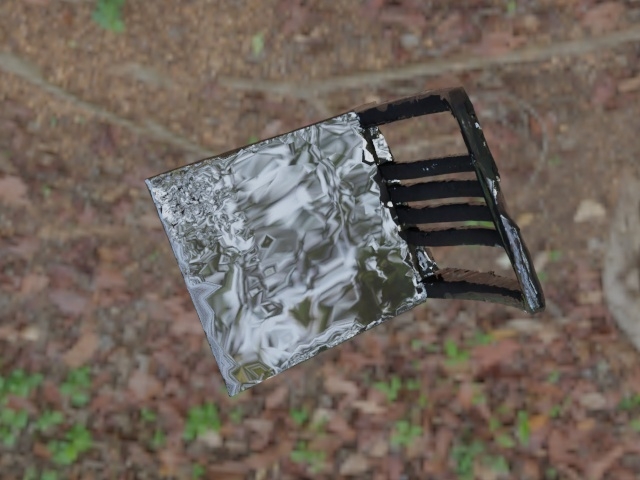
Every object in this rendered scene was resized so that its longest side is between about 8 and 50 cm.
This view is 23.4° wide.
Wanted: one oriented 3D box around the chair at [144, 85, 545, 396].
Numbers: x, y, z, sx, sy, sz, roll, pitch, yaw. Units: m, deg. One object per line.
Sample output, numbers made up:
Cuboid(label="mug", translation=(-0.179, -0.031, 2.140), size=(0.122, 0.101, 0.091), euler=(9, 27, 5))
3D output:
Cuboid(label="chair", translation=(0.000, 0.000, 0.536), size=(0.101, 0.212, 0.084), euler=(-22, 96, -3))
